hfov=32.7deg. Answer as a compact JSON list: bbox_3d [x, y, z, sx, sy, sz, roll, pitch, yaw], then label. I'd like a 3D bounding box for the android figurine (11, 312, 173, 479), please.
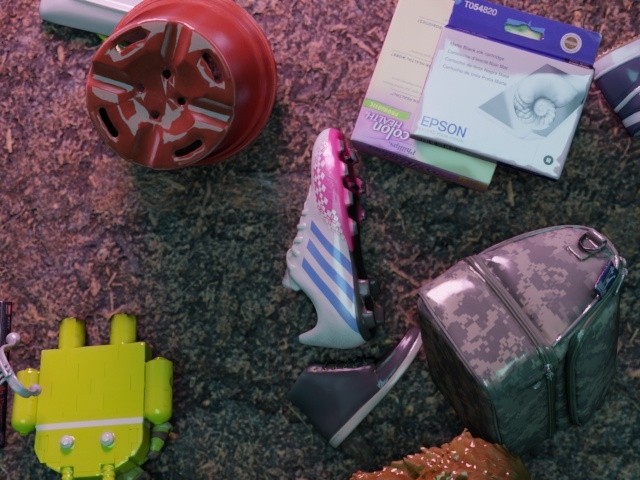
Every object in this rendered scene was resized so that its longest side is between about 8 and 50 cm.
[{"bbox_3d":[-0.341,0.244,1.637,0.248,0.056,0.273,-4,65,8],"label":"android figurine"}]

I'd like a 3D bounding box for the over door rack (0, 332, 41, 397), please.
[{"bbox_3d":[-0.588,0.181,1.648,0.239,0.108,0.324,-41,69,2],"label":"over door rack"}]

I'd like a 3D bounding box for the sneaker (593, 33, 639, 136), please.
[{"bbox_3d":[0.551,-0.251,1.591,0.282,0.099,0.153,-24,80,11],"label":"sneaker"}]

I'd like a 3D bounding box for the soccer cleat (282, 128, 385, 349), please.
[{"bbox_3d":[0.000,0.000,1.630,0.143,0.116,0.331,-10,82,16],"label":"soccer cleat"}]

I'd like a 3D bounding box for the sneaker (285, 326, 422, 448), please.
[{"bbox_3d":[0.052,0.192,1.627,0.118,0.083,0.222,42,93,7],"label":"sneaker"}]

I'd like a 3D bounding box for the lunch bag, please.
[{"bbox_3d":[0.291,0.133,1.491,0.256,0.305,0.212,-31,54,-8],"label":"lunch bag"}]

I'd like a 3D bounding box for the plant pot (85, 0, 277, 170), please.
[{"bbox_3d":[-0.205,-0.220,1.554,0.272,0.265,0.272,0,103,2],"label":"plant pot"}]

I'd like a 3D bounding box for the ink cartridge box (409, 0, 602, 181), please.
[{"bbox_3d":[0.262,-0.219,1.531,0.223,0.045,0.224,17,88,7],"label":"ink cartridge box"}]

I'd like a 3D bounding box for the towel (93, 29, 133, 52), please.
[{"bbox_3d":[-0.248,-0.386,1.724,0.102,0.021,0.237,41,91,6],"label":"towel"}]

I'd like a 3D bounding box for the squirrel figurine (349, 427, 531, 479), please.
[{"bbox_3d":[0.136,0.442,1.496,0.370,0.281,0.397,-15,116,31],"label":"squirrel figurine"}]

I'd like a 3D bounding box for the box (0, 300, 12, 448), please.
[{"bbox_3d":[-0.573,0.207,1.711,0.159,0.044,0.233,2,87,6],"label":"box"}]

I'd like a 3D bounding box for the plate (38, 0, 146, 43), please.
[{"bbox_3d":[-0.285,-0.450,1.707,0.278,0.045,0.277,16,86,10],"label":"plate"}]

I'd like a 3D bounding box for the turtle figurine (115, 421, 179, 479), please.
[{"bbox_3d":[-0.265,0.372,1.648,0.217,0.087,0.269,42,91,7],"label":"turtle figurine"}]

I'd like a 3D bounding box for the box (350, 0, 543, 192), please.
[{"bbox_3d":[0.186,-0.221,1.621,0.213,0.117,0.243,19,88,6],"label":"box"}]
